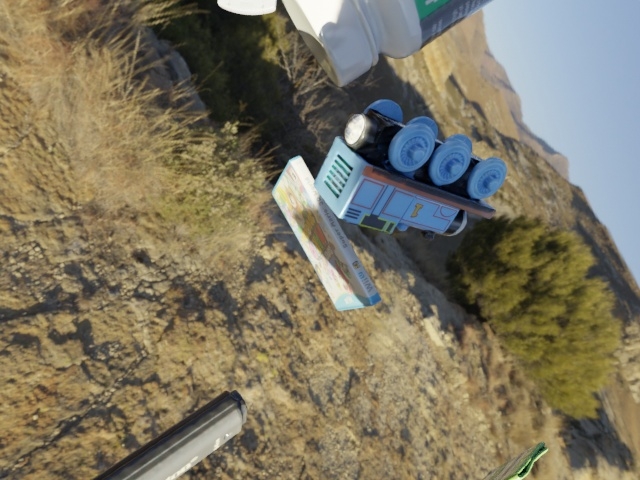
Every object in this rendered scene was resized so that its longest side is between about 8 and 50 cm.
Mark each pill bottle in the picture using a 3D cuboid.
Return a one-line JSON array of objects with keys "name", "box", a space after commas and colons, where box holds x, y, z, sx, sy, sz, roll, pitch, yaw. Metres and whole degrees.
[{"name": "pill bottle", "box": [0.133, -0.373, 0.601, 0.204, 0.361, 0.204, 56, 5, -8]}]

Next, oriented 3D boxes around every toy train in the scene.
[{"name": "toy train", "box": [0.088, -0.056, 0.430, 0.184, 0.105, 0.080, 13, 29, -34]}]

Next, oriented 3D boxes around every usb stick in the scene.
[{"name": "usb stick", "box": [-0.202, 0.263, 0.509, 0.278, 0.045, 0.077, -28, 141, -35]}]

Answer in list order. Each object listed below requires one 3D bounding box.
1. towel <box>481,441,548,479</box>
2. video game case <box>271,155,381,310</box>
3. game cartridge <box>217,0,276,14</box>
[{"name": "towel", "box": [0.318, 0.409, 0.797, 0.113, 0.152, 0.023, -17, 58, -41]}, {"name": "video game case", "box": [0.000, 0.000, 0.512, 0.166, 0.015, 0.119, 60, -19, 2]}, {"name": "game cartridge", "box": [-0.103, -0.352, 0.661, 0.017, 0.083, 0.056, 45, 52, -85]}]
